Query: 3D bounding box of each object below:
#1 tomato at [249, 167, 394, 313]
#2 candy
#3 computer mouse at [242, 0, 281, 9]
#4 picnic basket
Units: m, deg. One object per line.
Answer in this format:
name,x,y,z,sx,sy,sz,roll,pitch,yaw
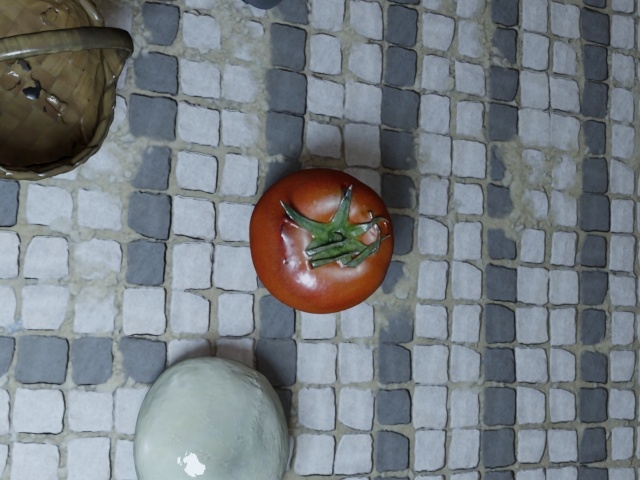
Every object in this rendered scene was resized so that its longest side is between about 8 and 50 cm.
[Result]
tomato,0.000,0.000,1.702,0.256,0.224,0.255,1,87,-23
candy,-0.172,0.337,1.614,0.296,0.185,0.295,1,87,-21
computer mouse,-0.081,-0.533,1.794,0.120,0.057,0.232,36,71,-20
picnic basket,-0.427,-0.262,1.452,0.293,0.337,0.337,-13,92,-29
